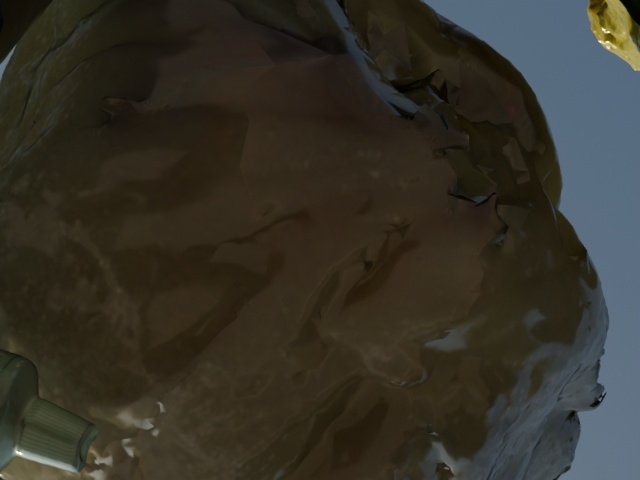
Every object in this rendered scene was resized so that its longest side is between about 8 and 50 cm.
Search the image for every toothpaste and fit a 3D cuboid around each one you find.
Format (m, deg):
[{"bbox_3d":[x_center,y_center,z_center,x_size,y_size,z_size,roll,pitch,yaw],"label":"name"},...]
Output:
[{"bbox_3d":[-0.176,0.031,0.618,0.218,0.064,0.041,20,-101,8],"label":"toothpaste"}]

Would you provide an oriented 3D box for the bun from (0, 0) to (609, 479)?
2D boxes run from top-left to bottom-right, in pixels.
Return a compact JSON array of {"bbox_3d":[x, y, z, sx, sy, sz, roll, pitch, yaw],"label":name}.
[{"bbox_3d":[-0.014,-0.002,0.720,0.281,0.205,0.281,17,-139,-16],"label":"bun"}]

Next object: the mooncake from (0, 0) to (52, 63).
[{"bbox_3d":[-0.175,-0.149,0.575,0.136,0.254,0.250,-10,-150,28],"label":"mooncake"}]

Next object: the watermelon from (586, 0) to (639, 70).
[{"bbox_3d":[0.187,-0.100,0.787,0.127,0.232,0.204,-34,-122,14],"label":"watermelon"}]
